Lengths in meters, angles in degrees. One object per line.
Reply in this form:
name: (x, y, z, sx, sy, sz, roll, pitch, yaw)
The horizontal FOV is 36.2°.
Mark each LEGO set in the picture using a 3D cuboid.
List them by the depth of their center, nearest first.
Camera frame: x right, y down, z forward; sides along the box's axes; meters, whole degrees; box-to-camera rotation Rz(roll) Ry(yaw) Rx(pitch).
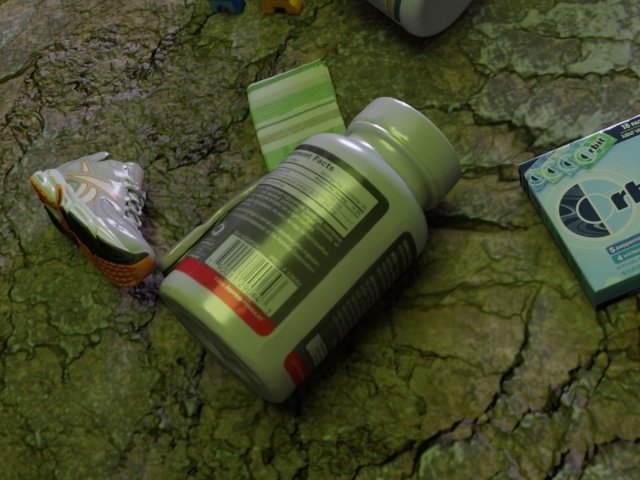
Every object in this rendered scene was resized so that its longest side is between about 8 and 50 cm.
LEGO set: (-0.088, -0.374, 1.363, 0.227, 0.093, 0.087, 6, 59, 20)

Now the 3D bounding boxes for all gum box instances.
gum box: (0.321, -0.036, 1.042, 0.157, 0.041, 0.184, -23, 53, 1)

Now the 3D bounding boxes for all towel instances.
towel: (-0.029, -0.156, 1.246, 0.113, 0.023, 0.152, -20, 56, 6)

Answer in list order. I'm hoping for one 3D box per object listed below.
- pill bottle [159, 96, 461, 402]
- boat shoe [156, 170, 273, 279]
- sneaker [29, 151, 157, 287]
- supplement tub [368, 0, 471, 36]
pill bottle: (0.000, 0.000, 1.031, 0.176, 0.176, 0.318, 34, 72, 32)
boat shoe: (-0.099, -0.013, 1.156, 0.206, 0.075, 0.065, -41, 98, -18)
sneaker: (-0.249, -0.044, 1.173, 0.121, 0.099, 0.262, -34, 43, -19)
supplement tub: (0.098, -0.370, 1.255, 0.144, 0.144, 0.200, -42, 67, -13)
